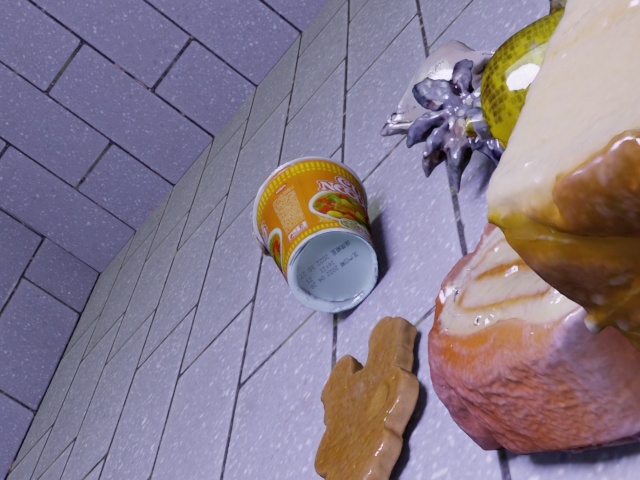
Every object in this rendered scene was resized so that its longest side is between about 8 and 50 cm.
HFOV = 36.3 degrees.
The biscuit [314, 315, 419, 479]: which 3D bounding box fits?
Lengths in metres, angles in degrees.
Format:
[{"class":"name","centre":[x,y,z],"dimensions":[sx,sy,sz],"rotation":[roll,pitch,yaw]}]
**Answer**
[{"class":"biscuit","centre":[0.046,0.172,0.967],"dimensions":[0.144,0.040,0.236],"rotation":[-53,16,27]}]

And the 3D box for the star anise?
[{"class":"star anise","centre":[0.175,-0.145,1.111],"dimensions":[0.180,0.061,0.204],"rotation":[-27,48,14]}]

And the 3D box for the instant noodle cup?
[{"class":"instant noodle cup","centre":[0.000,0.000,1.259],"dimensions":[0.168,0.168,0.185],"rotation":[-49,24,14]}]

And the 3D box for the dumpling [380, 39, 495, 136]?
[{"class":"dumpling","centre":[0.166,-0.189,1.250],"dimensions":[0.199,0.118,0.136],"rotation":[-28,5,16]}]

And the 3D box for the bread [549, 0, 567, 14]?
[{"class":"bread","centre":[0.249,-0.143,0.927],"dimensions":[0.141,0.178,0.266],"rotation":[-4,44,19]}]

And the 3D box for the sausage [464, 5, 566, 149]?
[{"class":"sausage","centre":[0.266,-0.142,0.706],"dimensions":[0.347,0.123,0.123],"rotation":[-22,28,19]}]

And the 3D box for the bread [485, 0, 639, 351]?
[{"class":"bread","centre":[0.260,-0.037,0.371],"dimensions":[0.279,0.279,0.207],"rotation":[-27,32,52]}]

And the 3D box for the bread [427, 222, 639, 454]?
[{"class":"bread","centre":[0.185,0.046,0.687],"dimensions":[0.244,0.123,0.190],"rotation":[-22,34,59]}]
